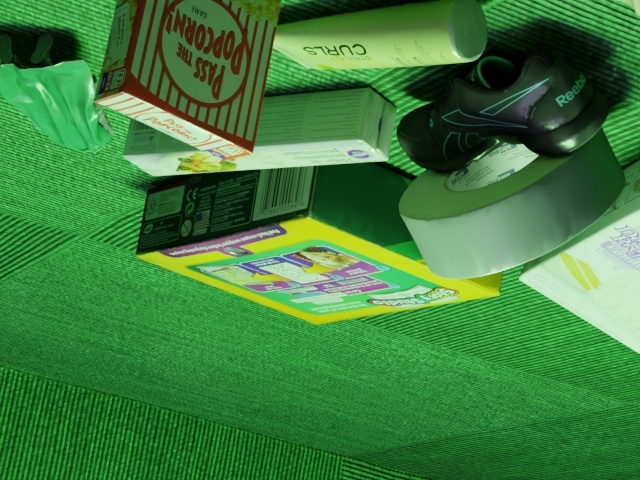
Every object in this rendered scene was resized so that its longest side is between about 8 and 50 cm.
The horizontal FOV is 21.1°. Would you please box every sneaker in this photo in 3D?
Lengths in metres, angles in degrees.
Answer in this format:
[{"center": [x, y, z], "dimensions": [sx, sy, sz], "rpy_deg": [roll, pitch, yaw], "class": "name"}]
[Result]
[{"center": [0.164, -0.140, 1.701], "dimensions": [0.267, 0.101, 0.106], "rpy_deg": [-8, 131, 50], "class": "sneaker"}]

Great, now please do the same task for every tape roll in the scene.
[{"center": [0.191, -0.050, 1.724], "dimensions": [0.219, 0.219, 0.072], "rpy_deg": [-10, 115, 47], "class": "tape roll"}]

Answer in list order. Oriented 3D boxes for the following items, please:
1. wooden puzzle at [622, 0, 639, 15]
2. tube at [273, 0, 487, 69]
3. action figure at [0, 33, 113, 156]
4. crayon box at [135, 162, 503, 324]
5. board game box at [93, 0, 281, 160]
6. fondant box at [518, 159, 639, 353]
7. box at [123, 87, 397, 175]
[{"center": [0.130, -0.246, 1.342], "dimensions": [0.239, 0.044, 0.221], "rpy_deg": [17, 167, 22], "class": "wooden puzzle"}, {"center": [0.047, -0.189, 1.631], "dimensions": [0.240, 0.062, 0.070], "rpy_deg": [0, 120, 42], "class": "tube"}, {"center": [-0.287, -0.153, 1.906], "dimensions": [0.137, 0.063, 0.232], "rpy_deg": [3, 157, 14], "class": "action figure"}, {"center": [0.000, 0.000, 2.159], "dimensions": [0.313, 0.106, 0.363], "rpy_deg": [21, 160, -35], "class": "crayon box"}, {"center": [-0.109, -0.185, 1.495], "dimensions": [0.147, 0.193, 0.045], "rpy_deg": [23, 158, -38], "class": "board game box"}, {"center": [0.402, 0.030, 1.949], "dimensions": [0.238, 0.096, 0.330], "rpy_deg": [31, 158, -8], "class": "fondant box"}, {"center": [-0.072, -0.117, 1.898], "dimensions": [0.324, 0.067, 0.063], "rpy_deg": [-3, 159, 32], "class": "box"}]
